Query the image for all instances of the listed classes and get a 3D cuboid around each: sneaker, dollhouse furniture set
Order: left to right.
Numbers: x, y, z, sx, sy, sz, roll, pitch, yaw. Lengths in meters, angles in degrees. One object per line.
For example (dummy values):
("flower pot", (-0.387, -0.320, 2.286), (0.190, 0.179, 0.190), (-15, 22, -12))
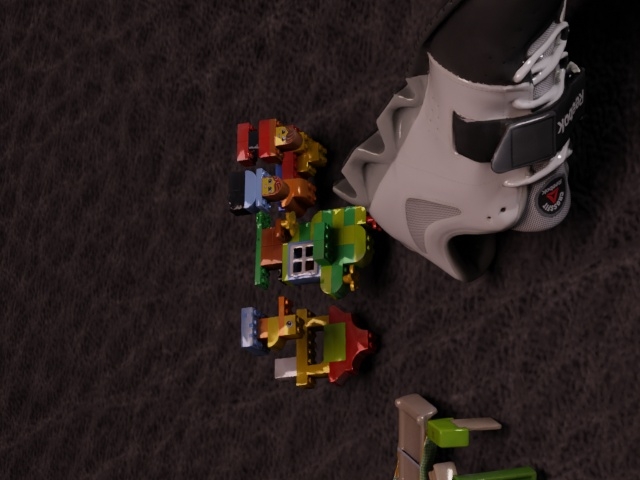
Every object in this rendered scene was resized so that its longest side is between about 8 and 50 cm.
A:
("dollhouse furniture set", (0.103, 0.162, 1.417), (0.152, 0.059, 0.076), (-149, 57, -71))
("sneaker", (0.129, -0.088, 1.300), (0.146, 0.122, 0.330), (45, 148, 11))

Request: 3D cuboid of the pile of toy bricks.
("pile of toy bricks", (0.000, 0.000, 1.514), (0.105, 0.118, 0.212), (-8, 70, 22))
